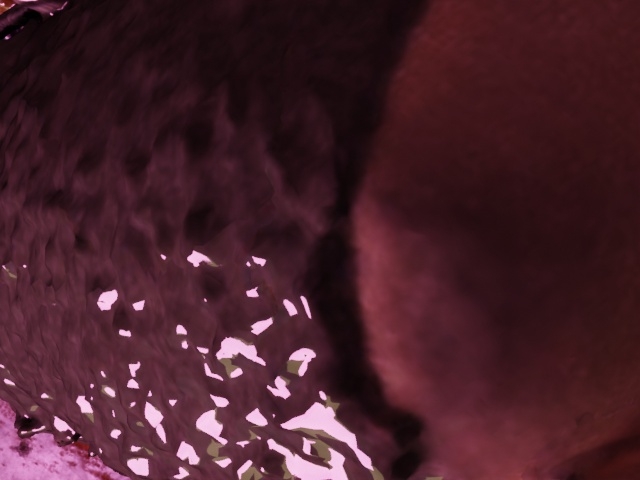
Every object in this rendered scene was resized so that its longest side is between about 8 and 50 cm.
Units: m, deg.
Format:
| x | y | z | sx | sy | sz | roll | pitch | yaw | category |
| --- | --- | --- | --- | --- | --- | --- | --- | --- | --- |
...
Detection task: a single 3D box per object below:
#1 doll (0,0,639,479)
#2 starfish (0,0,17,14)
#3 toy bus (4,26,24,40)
| x | y | z | sx | sy | sz | roll | pitch | yaw | category |
| --- | --- | --- | --- | --- | --- | --- | --- | --- | --- |
| 0.000 | 0.000 | 0.516 | 0.349 | 0.247 | 0.247 | 0 | 164 | 46 | doll |
| -0.044 | -0.119 | 0.729 | 0.312 | 0.113 | 0.303 | 27 | -176 | 32 | starfish |
| -0.257 | -0.042 | 0.828 | 0.331 | 0.151 | 0.145 | -7 | -172 | 9 | toy bus |
